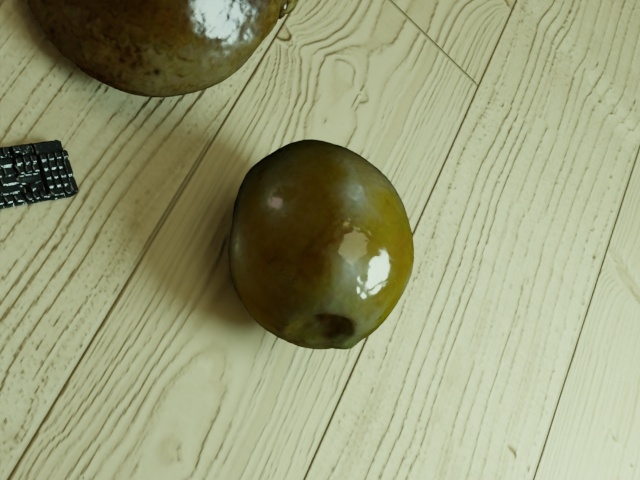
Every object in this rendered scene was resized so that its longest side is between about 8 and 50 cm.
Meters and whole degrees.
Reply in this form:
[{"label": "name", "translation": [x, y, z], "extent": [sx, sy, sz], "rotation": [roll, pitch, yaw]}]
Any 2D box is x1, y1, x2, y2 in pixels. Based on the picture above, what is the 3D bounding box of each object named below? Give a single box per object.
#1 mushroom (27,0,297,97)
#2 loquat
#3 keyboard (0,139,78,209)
[{"label": "mushroom", "translation": [-0.139, -0.277, 1.732], "extent": [0.283, 0.195, 0.263], "rotation": [-8, 66, -46]}, {"label": "loquat", "translation": [0.000, 0.000, 1.708], "extent": [0.179, 0.179, 0.227], "rotation": [28, 41, -29]}, {"label": "keyboard", "translation": [-0.300, -0.055, 1.574], "extent": [0.195, 0.018, 0.060], "rotation": [-13, 78, -46]}]
